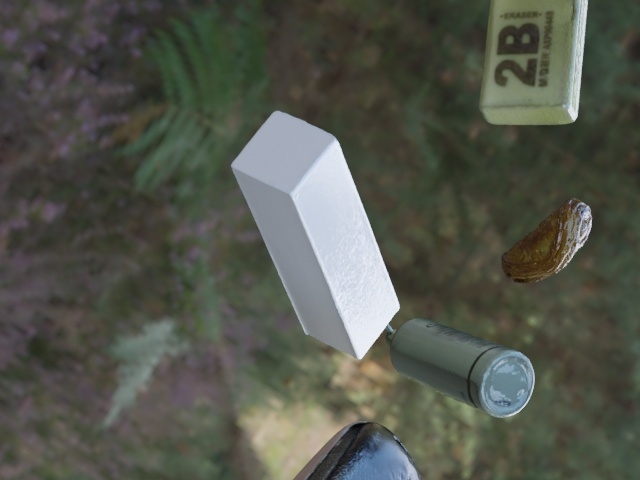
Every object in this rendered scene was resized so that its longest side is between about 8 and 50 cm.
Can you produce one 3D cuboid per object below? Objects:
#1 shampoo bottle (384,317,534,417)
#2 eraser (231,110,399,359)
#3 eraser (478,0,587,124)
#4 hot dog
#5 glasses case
[{"bbox_3d":[0.163,0.153,2.420,0.085,0.085,0.262,-57,-149,-9],"label":"shampoo bottle"},{"bbox_3d":[-0.001,0.001,1.877,0.078,0.076,0.298,-52,148,-20],"label":"eraser"},{"bbox_3d":[0.259,-0.229,2.331,0.058,0.117,0.172,44,50,-62],"label":"eraser"},{"bbox_3d":[0.301,0.006,2.513,0.147,0.065,0.099,-45,178,32],"label":"hot dog"},{"bbox_3d":[0.001,0.274,1.650,0.075,0.122,0.314,-17,-160,39],"label":"glasses case"}]
